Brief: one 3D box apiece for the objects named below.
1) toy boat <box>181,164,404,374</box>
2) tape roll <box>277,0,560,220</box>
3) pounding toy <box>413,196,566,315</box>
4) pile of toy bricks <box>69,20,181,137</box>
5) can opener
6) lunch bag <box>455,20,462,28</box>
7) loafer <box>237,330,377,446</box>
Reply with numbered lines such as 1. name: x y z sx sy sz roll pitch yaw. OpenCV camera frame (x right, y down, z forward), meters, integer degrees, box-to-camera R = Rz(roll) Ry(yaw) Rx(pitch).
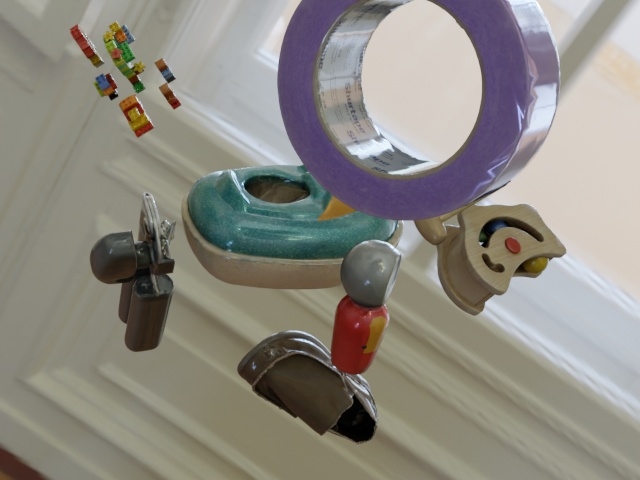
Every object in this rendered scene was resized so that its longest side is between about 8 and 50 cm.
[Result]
1. toy boat: 0.000 0.000 1.212 0.268 0.148 0.318 -4 34 -25
2. tape roll: 0.069 -0.112 0.780 0.189 0.189 0.080 43 26 14
3. pounding toy: 0.271 0.009 1.645 0.270 0.155 0.154 -3 60 -35
4. pile of toy bricks: -0.312 -0.279 1.723 0.212 0.118 0.105 58 0 19
5. can opener: -0.203 0.041 1.188 0.093 0.280 0.074 -10 65 -14
6. lunch bag: 0.238 -0.477 1.532 0.212 0.256 0.305 15 -39 59
7. loafer: 0.000 0.272 1.968 0.366 0.134 0.130 30 18 -46
